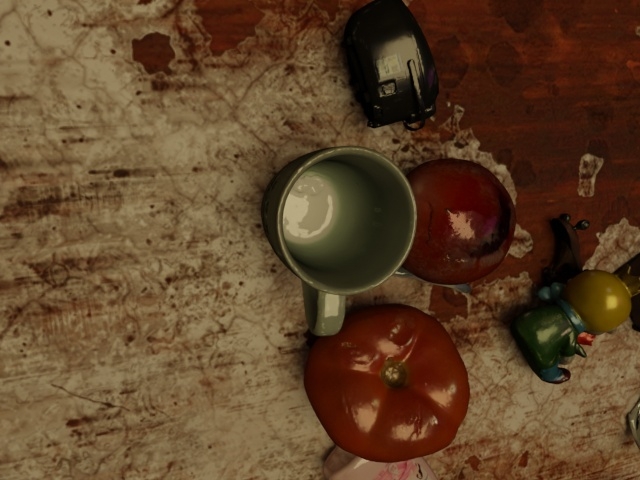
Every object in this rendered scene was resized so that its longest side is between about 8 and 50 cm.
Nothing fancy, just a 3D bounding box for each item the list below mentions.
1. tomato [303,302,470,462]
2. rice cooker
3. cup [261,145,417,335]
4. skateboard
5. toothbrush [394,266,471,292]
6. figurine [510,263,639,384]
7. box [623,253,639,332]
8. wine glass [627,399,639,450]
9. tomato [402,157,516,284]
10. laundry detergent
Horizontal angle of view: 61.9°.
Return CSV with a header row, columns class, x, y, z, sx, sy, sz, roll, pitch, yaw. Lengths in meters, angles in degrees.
class,x,y,z,sx,sy,sz,roll,pitch,yaw
tomato,0.103,0.228,0.847,0.259,0.180,0.260,2,65,-4
rice cooker,0.107,-0.263,0.819,0.118,0.142,0.203,-20,102,-1
cup,0.000,0.000,0.768,0.186,0.234,0.258,4,95,-18
skateboard,0.462,0.029,1.012,0.080,0.067,0.151,-15,105,-6
toothbrush,0.155,0.059,0.935,0.269,0.027,0.021,14,80,-20
figurine,0.479,0.151,0.977,0.234,0.127,0.185,-34,115,-1
box,0.747,0.077,1.042,0.252,0.188,0.153,-34,108,-8
wine glass,0.772,0.409,1.111,0.196,0.165,0.165,27,89,-26
tomato,0.210,-0.029,0.856,0.208,0.184,0.208,-2,99,-16
laundry detergent,0.151,0.473,0.955,0.159,0.088,0.335,-41,107,-10
